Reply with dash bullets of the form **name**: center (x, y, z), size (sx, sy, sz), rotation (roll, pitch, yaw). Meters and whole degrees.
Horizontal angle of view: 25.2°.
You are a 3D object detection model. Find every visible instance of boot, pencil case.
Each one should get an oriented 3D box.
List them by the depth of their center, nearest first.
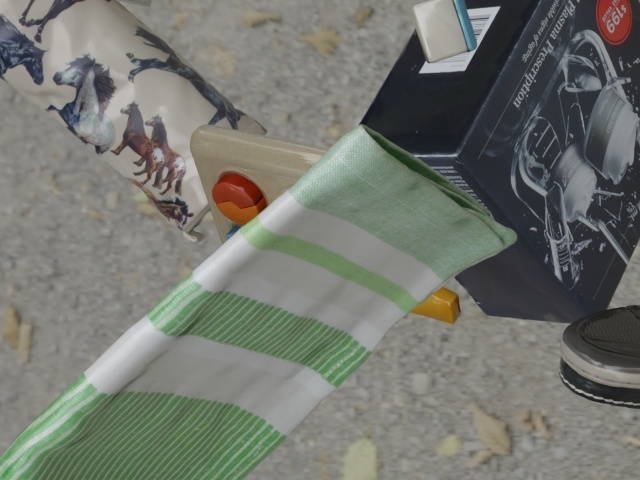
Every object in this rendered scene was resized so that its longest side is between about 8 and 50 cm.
- **boot**: center (0.362, 0.215, 1.402), size (0.138, 0.377, 0.284), rotation (45, 125, 50)
- **pencil case**: center (-0.254, -0.178, 1.715), size (0.410, 0.160, 0.183), rotation (40, 112, -10)

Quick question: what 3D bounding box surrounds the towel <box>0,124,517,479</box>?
- **towel**: center (-0.042, 0.075, 0.859), size (0.325, 0.248, 0.038), rotation (-41, 66, 12)

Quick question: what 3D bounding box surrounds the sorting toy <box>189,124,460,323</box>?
- **sorting toy**: center (0.000, 0.000, 1.555), size (0.307, 0.041, 0.229), rotation (14, 133, 31)

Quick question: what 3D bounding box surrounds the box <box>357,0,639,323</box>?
- **box**: center (0.245, -0.132, 1.643), size (0.179, 0.312, 0.343), rotation (4, 57, 47)

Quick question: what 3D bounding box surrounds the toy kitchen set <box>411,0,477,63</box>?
- **toy kitchen set**: center (0.142, -0.279, 1.260), size (0.166, 0.122, 0.207), rotation (-18, 96, 5)

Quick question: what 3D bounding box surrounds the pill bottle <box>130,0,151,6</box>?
- **pill bottle**: center (-0.238, -0.416, 1.836), size (0.121, 0.121, 0.216), rotation (17, 96, 33)
